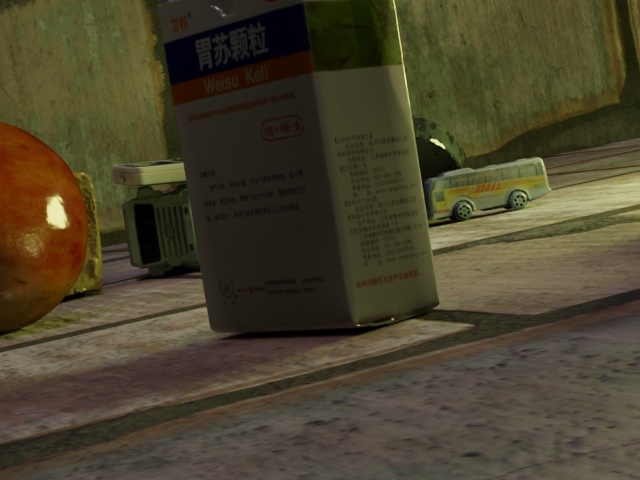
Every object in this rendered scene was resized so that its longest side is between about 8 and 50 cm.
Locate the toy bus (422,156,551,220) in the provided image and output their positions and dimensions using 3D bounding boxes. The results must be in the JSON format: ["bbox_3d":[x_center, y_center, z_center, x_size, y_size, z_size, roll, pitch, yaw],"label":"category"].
[{"bbox_3d":[0.244,-0.075,2.319,0.191,0.075,0.064,-10,4,-10],"label":"toy bus"}]

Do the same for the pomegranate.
[{"bbox_3d":[-0.414,-0.019,1.834,0.270,0.252,0.229,14,-41,-42],"label":"pomegranate"}]

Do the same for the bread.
[{"bbox_3d":[-0.397,-0.006,2.280,0.114,0.184,0.275,-8,4,-17],"label":"bread"}]

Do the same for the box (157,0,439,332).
[{"bbox_3d":[-0.021,-0.076,1.321,0.106,0.299,0.200,-12,4,-40],"label":"box"}]

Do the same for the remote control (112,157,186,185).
[{"bbox_3d":[-0.177,-0.108,2.311,0.250,0.034,0.103,-8,8,-27],"label":"remote control"}]

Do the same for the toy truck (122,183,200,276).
[{"bbox_3d":[-0.207,-0.030,2.418,0.162,0.136,0.305,-7,5,14],"label":"toy truck"}]

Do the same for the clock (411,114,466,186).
[{"bbox_3d":[0.116,-0.107,2.392,0.215,0.215,0.042,-9,48,19],"label":"clock"}]
